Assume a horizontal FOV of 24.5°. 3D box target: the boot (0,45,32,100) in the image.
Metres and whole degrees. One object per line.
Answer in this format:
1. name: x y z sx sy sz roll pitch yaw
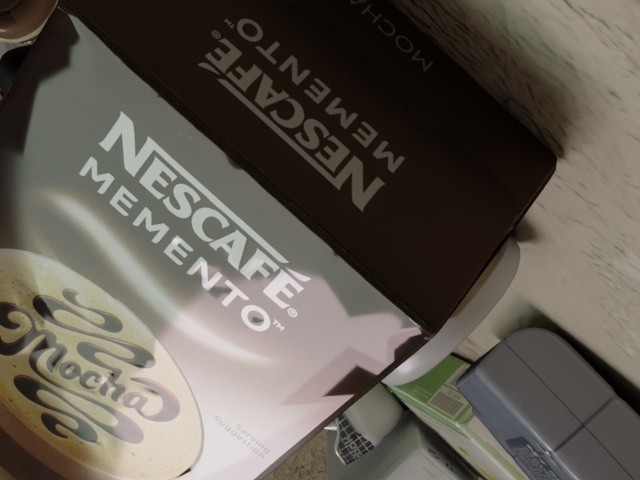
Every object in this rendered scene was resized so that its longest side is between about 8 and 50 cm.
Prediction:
1. boot: -0.159 -0.081 1.254 0.244 0.176 0.088 12 -143 -12

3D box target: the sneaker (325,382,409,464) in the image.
1. sneaker: -0.017 0.101 1.306 0.235 0.095 0.090 36 172 42

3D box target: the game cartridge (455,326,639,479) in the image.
1. game cartridge: 0.196 0.175 0.847 0.297 0.062 0.198 49 171 7

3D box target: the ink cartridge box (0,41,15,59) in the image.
1. ink cartridge box: -0.420 -0.178 1.395 0.270 0.198 0.197 31 144 58

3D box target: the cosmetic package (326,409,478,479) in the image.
1. cosmetic package: 0.071 0.203 1.315 0.085 0.117 0.231 43 -168 -9

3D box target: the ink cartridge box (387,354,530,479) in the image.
1. ink cartridge box: 0.172 0.186 1.173 0.235 0.056 0.171 46 172 -14

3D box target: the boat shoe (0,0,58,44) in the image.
1. boat shoe: -0.256 -0.215 0.959 0.257 0.095 0.095 47 -170 12

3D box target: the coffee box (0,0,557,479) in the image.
1. coffee box: -0.067 0.018 0.610 0.168 0.119 0.297 42 136 -1

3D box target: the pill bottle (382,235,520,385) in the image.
1. pill bottle: 0.004 -0.020 0.690 0.169 0.094 0.094 44 173 -8
